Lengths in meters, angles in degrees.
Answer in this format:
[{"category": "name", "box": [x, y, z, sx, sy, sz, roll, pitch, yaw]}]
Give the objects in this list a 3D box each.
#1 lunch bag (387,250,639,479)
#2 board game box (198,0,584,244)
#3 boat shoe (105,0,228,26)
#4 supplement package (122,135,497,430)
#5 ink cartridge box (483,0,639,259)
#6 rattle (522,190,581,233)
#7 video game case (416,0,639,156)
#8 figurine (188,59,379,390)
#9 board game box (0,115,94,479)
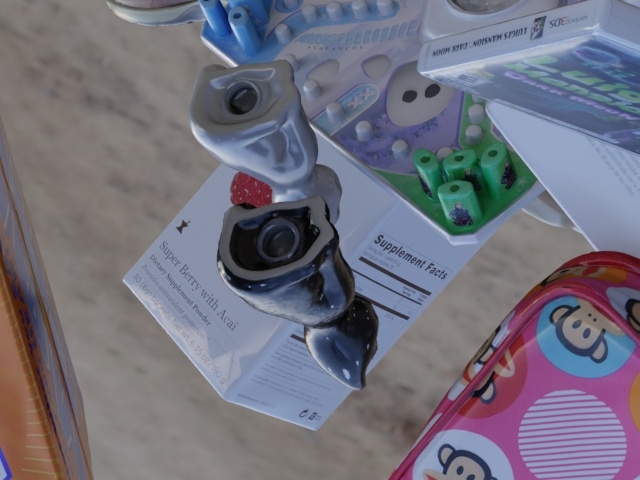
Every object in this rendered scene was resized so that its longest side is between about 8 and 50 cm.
[{"category": "lunch bag", "box": [0.189, 0.180, 1.163, 0.293, 0.120, 0.258, 39, 114, 6]}, {"category": "board game box", "box": [0.142, -0.216, 1.659, 0.390, 0.390, 0.050, 41, 163, 41]}, {"category": "boat shoe", "box": [-0.103, -0.284, 2.005, 0.324, 0.122, 0.120, 9, 113, 45]}, {"category": "supplement package", "box": [0.000, 0.000, 1.816, 0.177, 0.293, 0.175, 46, -170, 32]}, {"category": "ink cartridge box", "box": [0.274, -0.055, 1.210, 0.275, 0.239, 0.060, 50, -169, -10]}, {"category": "rattle", "box": [0.251, -0.076, 1.898, 0.200, 0.142, 0.130, 27, -174, -18]}, {"category": "video game case", "box": [0.169, -0.070, 0.983, 0.190, 0.022, 0.173, 19, 170, -23]}, {"category": "figurine", "box": [-0.019, -0.010, 1.531, 0.092, 0.215, 0.209, -19, 147, 8]}, {"category": "board game box", "box": [-0.355, 0.062, 1.243, 0.356, 0.356, 0.356, -115, 11, -67]}]
